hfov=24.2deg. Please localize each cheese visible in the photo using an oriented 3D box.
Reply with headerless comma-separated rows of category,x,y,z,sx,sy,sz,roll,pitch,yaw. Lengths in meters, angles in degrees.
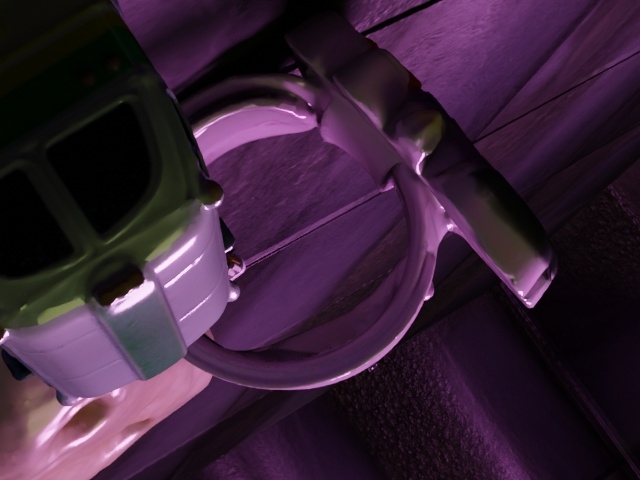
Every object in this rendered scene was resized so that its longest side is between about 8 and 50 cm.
cheese,-0.256,0.147,1.114,0.328,0.129,0.351,-37,170,7

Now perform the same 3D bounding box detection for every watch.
watch,0.000,0.000,0.949,0.231,0.244,0.196,-42,171,-4

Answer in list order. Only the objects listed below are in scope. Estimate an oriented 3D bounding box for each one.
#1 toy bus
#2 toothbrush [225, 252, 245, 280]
toy bus,-0.122,-0.016,0.698,0.133,0.165,0.276,-33,169,-8
toothbrush,-0.212,0.118,1.430,0.342,0.025,0.030,-36,163,7
